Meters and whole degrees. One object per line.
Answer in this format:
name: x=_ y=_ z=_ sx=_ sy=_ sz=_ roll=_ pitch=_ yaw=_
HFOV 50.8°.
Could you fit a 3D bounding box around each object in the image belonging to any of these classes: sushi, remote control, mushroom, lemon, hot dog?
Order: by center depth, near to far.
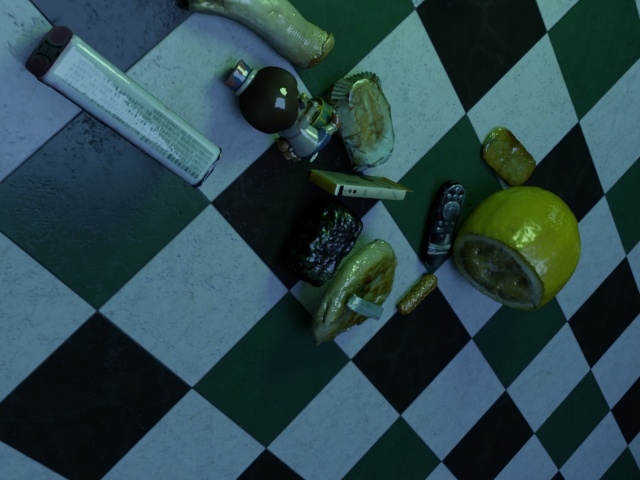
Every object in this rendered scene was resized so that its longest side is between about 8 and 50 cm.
mushroom: x=-0.120 y=-0.475 z=1.442 sx=0.351 sy=0.095 sz=0.122 roll=18 pitch=117 yaw=-36
hot dog: x=0.106 y=-0.295 z=1.678 sx=0.163 sy=0.082 sz=0.270 roll=-37 pitch=130 yaw=-16
sushi: x=0.000 y=0.000 z=1.711 sx=0.127 sy=0.124 sz=0.225 roll=31 pitch=98 yaw=-35
remote control: x=0.353 y=-0.050 z=1.970 sx=0.090 sy=0.066 sz=0.265 roll=5 pitch=112 yaw=-21
lemon: x=0.597 y=0.002 z=1.982 sx=0.364 sy=0.364 sz=0.364 roll=-14 pitch=117 yaw=-28

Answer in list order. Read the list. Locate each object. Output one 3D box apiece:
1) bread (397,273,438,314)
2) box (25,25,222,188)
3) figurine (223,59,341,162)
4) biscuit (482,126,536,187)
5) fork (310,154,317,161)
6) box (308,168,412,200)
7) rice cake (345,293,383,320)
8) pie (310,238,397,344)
bread: x=0.293 y=0.161 z=2.027 sx=0.157 sy=0.044 sz=0.052 roll=-44 pitch=134 yaw=-8
box: x=-0.371 y=-0.253 z=1.312 sx=0.370 sy=0.190 sz=0.112 roll=36 pitch=89 yaw=-40
figurine: x=-0.088 y=-0.302 z=1.511 sx=0.275 sy=0.161 sz=0.158 roll=35 pitch=49 yaw=-41
biscuit: x=0.570 y=-0.249 z=2.040 sx=0.247 sy=0.029 sz=0.118 roll=34 pitch=97 yaw=-39
fork: x=0.005 y=-0.244 z=1.676 sx=0.016 sy=0.012 sz=0.115 roll=28 pitch=94 yaw=-32
box: x=0.104 y=-0.139 z=1.714 sx=0.247 sy=0.129 sz=0.033 roll=2 pitch=110 yaw=-34
rice cake: x=0.116 y=0.174 z=1.752 sx=0.043 sy=0.034 sz=0.211 roll=-62 pitch=154 yaw=0
pie: x=0.096 y=0.142 z=1.803 sx=0.337 sy=0.075 sz=0.337 roll=-41 pitch=152 yaw=-27
